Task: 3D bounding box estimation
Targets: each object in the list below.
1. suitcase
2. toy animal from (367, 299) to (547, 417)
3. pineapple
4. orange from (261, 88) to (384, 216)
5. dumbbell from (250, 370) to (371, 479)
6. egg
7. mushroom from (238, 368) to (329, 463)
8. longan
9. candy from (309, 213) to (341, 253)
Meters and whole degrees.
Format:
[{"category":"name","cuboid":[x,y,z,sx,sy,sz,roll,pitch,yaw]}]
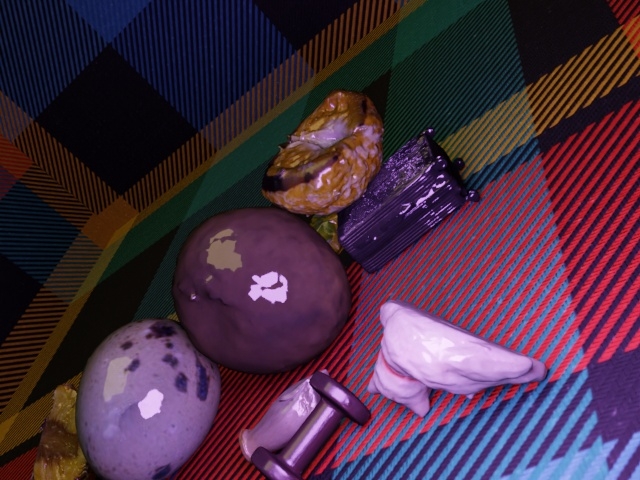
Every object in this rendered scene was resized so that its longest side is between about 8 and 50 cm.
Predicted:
[{"category":"suitcase","cuboid":[0.201,-0.095,1.699,0.335,0.152,0.230,-40,21,20]},{"category":"toy animal","cuboid":[0.207,0.222,1.166,0.307,0.266,0.188,25,83,22]},{"category":"pineapple","cuboid":[-0.654,0.610,2.002,0.286,0.209,0.345,3,73,27]},{"category":"orange","cuboid":[0.032,-0.194,1.692,0.270,0.210,0.369,-3,44,52]},{"category":"dumbbell","cuboid":[-0.018,0.373,1.309,0.225,0.124,0.140,-51,24,-14]},{"category":"egg","cuboid":[-0.422,0.394,1.688,0.345,0.345,0.428,-29,40,34]},{"category":"mushroom","cuboid":[-0.070,0.373,1.441,0.247,0.096,0.108,-46,48,8]},{"category":"longan","cuboid":[-0.153,0.114,1.624,0.404,0.404,0.435,-53,25,-17]},{"category":"candy","cuboid":[0.000,0.000,1.970,0.187,0.081,0.297,-2,59,59]}]
